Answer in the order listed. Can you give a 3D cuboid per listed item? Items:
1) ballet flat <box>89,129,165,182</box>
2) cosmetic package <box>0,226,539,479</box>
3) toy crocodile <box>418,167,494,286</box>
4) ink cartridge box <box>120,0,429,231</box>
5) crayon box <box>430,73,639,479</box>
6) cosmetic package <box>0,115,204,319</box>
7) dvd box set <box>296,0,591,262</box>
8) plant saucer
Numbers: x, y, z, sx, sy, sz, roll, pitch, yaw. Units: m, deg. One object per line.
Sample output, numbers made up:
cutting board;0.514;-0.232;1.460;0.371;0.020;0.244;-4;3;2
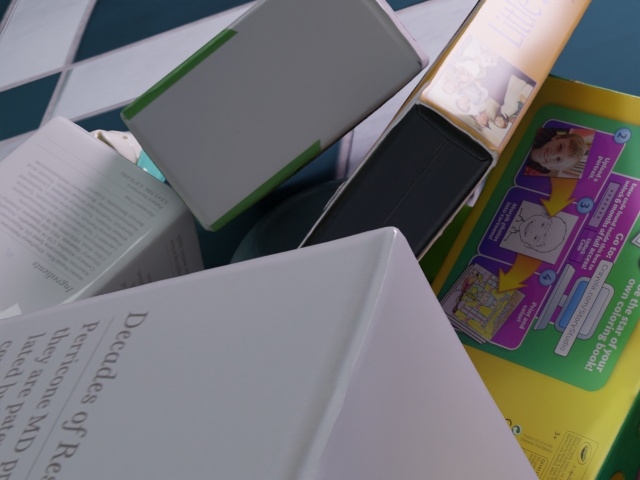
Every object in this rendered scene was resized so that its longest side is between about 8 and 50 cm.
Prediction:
ballet flat;-0.194;-0.049;1.530;0.083;0.087;0.247;-15;33;19
cosmetic package;-0.100;0.250;0.773;0.393;0.329;0.327;-14;34;28
toy crocodile;0.205;0.011;1.137;0.340;0.105;0.115;-3;63;32
ink cartridge box;-0.025;-0.122;1.342;0.201;0.117;0.278;-38;2;8
crayon box;0.156;0.047;1.024;0.165;0.081;0.278;20;75;39
cosmetic package;-0.204;0.036;1.309;0.151;0.151;0.183;33;61;26
dvd box set;0.076;-0.072;1.145;0.307;0.062;0.420;-53;1;39
plant saucer;0.000;0.000;1.361;0.195;0.037;0.195;-19;32;12
